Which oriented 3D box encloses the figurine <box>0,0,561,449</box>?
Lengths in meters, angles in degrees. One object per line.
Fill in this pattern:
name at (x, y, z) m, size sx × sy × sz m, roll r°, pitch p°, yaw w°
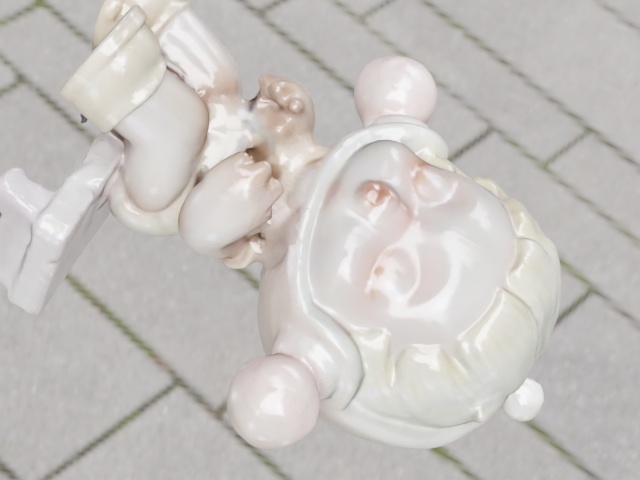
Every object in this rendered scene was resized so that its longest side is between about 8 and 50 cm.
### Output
figurine at (-0.006, 0.009, 0.757) m, size 0.256 × 0.144 × 0.182 m, roll 31°, pitch 31°, yaw -4°
